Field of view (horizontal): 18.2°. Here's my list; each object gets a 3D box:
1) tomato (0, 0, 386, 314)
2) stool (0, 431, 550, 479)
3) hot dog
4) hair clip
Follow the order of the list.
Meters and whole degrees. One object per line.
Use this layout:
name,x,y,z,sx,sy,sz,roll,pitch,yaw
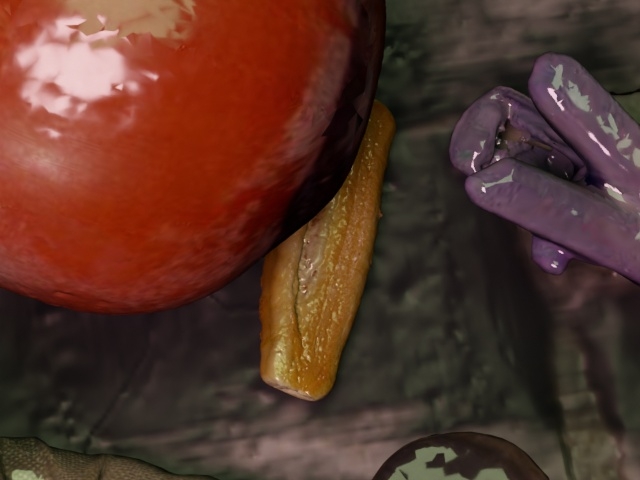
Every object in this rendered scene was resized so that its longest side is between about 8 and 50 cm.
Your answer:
tomato,-0.069,-0.073,0.762,0.184,0.208,0.208,11,68,6
stool,-0.077,0.201,0.644,0.310,0.226,0.310,11,70,2
hot dog,0.000,0.000,0.831,0.044,0.028,0.137,21,69,-22
hair clip,0.162,0.026,0.795,0.278,0.090,0.137,35,85,12
